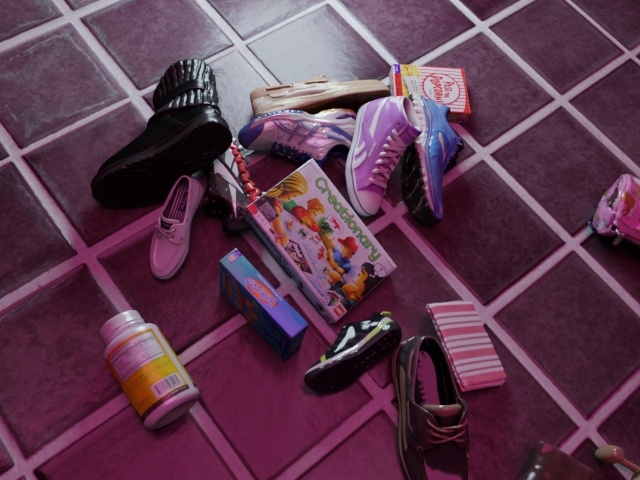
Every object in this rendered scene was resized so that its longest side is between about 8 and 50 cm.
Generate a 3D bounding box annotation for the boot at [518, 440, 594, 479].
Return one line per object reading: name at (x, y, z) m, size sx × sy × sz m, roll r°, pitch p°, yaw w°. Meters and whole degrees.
boot at (0.484, 0.527, 1.251) m, size 0.248 × 0.090 × 0.207 m, roll 31°, pitch 65°, yaw 11°

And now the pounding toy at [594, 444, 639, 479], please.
pounding toy at (0.649, 0.502, 1.253) m, size 0.155 × 0.154 × 0.269 m, roll -24°, pitch 70°, yaw -19°

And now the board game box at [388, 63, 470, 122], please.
board game box at (0.279, -0.378, 1.700) m, size 0.194 × 0.045 × 0.146 m, roll 1°, pitch 64°, yaw -8°

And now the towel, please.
towel at (0.303, 0.217, 1.384) m, size 0.144 × 0.029 × 0.197 m, roll 3°, pitch 57°, yaw -40°

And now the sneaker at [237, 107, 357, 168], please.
sneaker at (-0.040, -0.228, 1.538) m, size 0.297 × 0.112 × 0.130 m, roll -8°, pitch 77°, yaw -13°

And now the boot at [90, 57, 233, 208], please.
boot at (-0.365, -0.240, 1.482) m, size 0.348 × 0.131 × 0.260 m, roll -28°, pitch 52°, yaw 3°

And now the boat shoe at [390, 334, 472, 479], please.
boat shoe at (0.216, 0.350, 1.278) m, size 0.132 × 0.130 × 0.355 m, roll -8°, pitch 65°, yaw -12°

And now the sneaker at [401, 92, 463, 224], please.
sneaker at (0.275, -0.195, 1.558) m, size 0.147 × 0.130 × 0.329 m, roll 5°, pitch 71°, yaw -12°

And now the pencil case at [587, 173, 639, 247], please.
pencil case at (0.836, -0.006, 1.534) m, size 0.386 × 0.160 × 0.167 m, roll 27°, pitch 92°, yaw 5°

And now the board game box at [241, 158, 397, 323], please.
board game box at (0.000, 0.000, 1.417) m, size 0.193 × 0.053 × 0.305 m, roll -40°, pitch 93°, yaw -23°

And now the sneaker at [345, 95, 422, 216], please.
sneaker at (0.149, -0.197, 1.496) m, size 0.102 × 0.161 × 0.282 m, roll 15°, pitch 76°, yaw -45°

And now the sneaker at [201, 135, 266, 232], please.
sneaker at (-0.216, -0.129, 1.473) m, size 0.135 × 0.097 × 0.276 m, roll -21°, pitch 70°, yaw -20°

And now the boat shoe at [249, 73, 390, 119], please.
boat shoe at (0.000, -0.353, 1.604) m, size 0.341 × 0.121 × 0.110 m, roll -11°, pitch 67°, yaw -12°

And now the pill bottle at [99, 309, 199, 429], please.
pill bottle at (-0.332, 0.241, 1.260) m, size 0.117 × 0.117 × 0.215 m, roll -31°, pitch 71°, yaw -21°

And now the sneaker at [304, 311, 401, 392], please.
sneaker at (0.060, 0.226, 1.364) m, size 0.235 × 0.084 × 0.097 m, roll -28°, pitch 39°, yaw -17°

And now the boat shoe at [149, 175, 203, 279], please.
boat shoe at (-0.316, -0.032, 1.393) m, size 0.083 × 0.076 × 0.226 m, roll 11°, pitch 79°, yaw 11°

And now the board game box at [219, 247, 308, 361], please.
board game box at (-0.119, 0.132, 1.323) m, size 0.047 × 0.160 × 0.210 m, roll -39°, pitch 74°, yaw -23°
